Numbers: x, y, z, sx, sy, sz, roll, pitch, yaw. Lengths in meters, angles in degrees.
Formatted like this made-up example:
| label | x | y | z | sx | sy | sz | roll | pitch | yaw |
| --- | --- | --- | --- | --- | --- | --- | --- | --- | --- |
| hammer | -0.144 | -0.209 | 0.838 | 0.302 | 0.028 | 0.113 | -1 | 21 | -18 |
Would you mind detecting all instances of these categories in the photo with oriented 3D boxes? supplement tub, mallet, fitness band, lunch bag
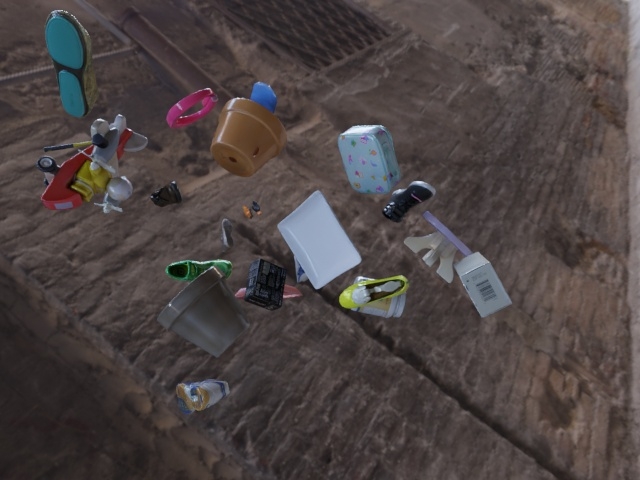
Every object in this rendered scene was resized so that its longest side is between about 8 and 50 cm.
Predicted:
| label | x | y | z | sx | sy | sz | roll | pitch | yaw |
| --- | --- | --- | --- | --- | --- | --- | --- | --- | --- |
| supplement tub | 0.229 | 0.230 | 2.066 | 0.144 | 0.200 | 0.144 | -168 | 90 | -87 |
| mallet | -0.769 | -0.302 | 1.611 | 0.190 | 0.039 | 0.062 | -11 | -2 | -16 |
| fitness band | -0.541 | -0.548 | 2.156 | 0.209 | 0.054 | 0.291 | -34 | 7 | -22 |
| lunch bag | 0.206 | -0.323 | 2.079 | 0.108 | 0.224 | 0.279 | -44 | -55 | -37 |

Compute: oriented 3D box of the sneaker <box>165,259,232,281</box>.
| label | x | y | z | sx | sy | sz | roll | pitch | yaw |
| --- | --- | --- | --- | --- | --- | --- | --- | --- | --- |
| sneaker | -0.534 | 0.140 | 2.248 | 0.123 | 0.296 | 0.109 | 50 | -143 | -87 |

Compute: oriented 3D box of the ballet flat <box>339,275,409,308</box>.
| label | x | y | z | sx | sy | sz | roll | pitch | yaw |
| --- | --- | --- | --- | --- | --- | --- | --- | --- | --- |
| ballet flat | 0.169 | 0.160 | 1.632 | 0.231 | 0.077 | 0.077 | -16 | -5 | 3 |

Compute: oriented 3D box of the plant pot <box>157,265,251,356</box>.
| label | x | y | z | sx | sy | sz | roll | pitch | yaw |
| --- | --- | --- | --- | --- | --- | --- | --- | --- | --- |
| plant pot | -0.447 | 0.312 | 2.087 | 0.323 | 0.280 | 0.323 | -43 | -3 | -2 |

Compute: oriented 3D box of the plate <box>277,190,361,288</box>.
| label | x | y | z | sx | sy | sz | roll | pitch | yaw |
| --- | --- | --- | --- | --- | --- | --- | --- | --- | --- |
| plate | 0.000 | 0.000 | 1.769 | 0.045 | 0.277 | 0.278 | -26 | -8 | -43 |

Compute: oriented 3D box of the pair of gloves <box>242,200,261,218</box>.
| label | x | y | z | sx | sy | sz | roll | pitch | yaw |
| --- | --- | --- | --- | --- | --- | --- | --- | --- | --- |
| pair of gloves | -0.322 | -0.143 | 2.410 | 0.083 | 0.074 | 0.010 | -23 | 13 | 21 |

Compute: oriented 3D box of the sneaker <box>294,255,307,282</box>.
| label | x | y | z | sx | sy | sz | roll | pitch | yaw |
| --- | --- | --- | --- | --- | --- | --- | --- | --- | --- |
| sneaker | -0.012 | 0.087 | 2.123 | 0.315 | 0.182 | 0.127 | 104 | 159 | -70 |

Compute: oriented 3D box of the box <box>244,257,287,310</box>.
| label | x | y | z | sx | sy | sz | roll | pitch | yaw |
| --- | --- | --- | --- | --- | --- | --- | --- | --- | --- |
| box | -0.233 | 0.190 | 2.198 | 0.077 | 0.147 | 0.180 | -26 | 48 | 45 |

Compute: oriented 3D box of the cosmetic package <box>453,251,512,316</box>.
| label | x | y | z | sx | sy | sz | roll | pitch | yaw |
| --- | --- | --- | --- | --- | --- | --- | --- | --- | --- |
| cosmetic package | 0.560 | 0.146 | 1.801 | 0.113 | 0.160 | 0.309 | -28 | 1 | 12 |

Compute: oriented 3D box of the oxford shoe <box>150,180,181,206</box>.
| label | x | y | z | sx | sy | sz | roll | pitch | yaw |
| --- | --- | --- | --- | --- | --- | --- | --- | --- | --- |
| oxford shoe | -0.576 | -0.161 | 1.909 | 0.096 | 0.082 | 0.227 | -22 | 1 | -28 |

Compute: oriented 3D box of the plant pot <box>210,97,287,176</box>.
| label | x | y | z | sx | sy | sz | roll | pitch | yaw |
| --- | --- | --- | --- | --- | --- | --- | --- | --- | --- |
| plant pot | -0.307 | -0.394 | 2.075 | 0.291 | 0.291 | 0.203 | 110 | -175 | -64 |

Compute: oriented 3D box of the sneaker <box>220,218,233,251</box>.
| label | x | y | z | sx | sy | sz | roll | pitch | yaw |
| --- | --- | --- | --- | --- | --- | --- | --- | --- | --- |
| sneaker | -0.492 | -0.026 | 2.631 | 0.071 | 0.066 | 0.188 | -38 | 44 | 27 |

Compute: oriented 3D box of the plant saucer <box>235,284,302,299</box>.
| label | x | y | z | sx | sy | sz | roll | pitch | yaw |
| --- | --- | --- | --- | --- | --- | --- | --- | --- | --- |
| plant saucer | -0.253 | 0.254 | 2.508 | 0.259 | 0.047 | 0.258 | -11 | -15 | 19 |

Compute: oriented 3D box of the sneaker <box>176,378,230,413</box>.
| label | x | y | z | sx | sy | sz | roll | pitch | yaw |
| --- | --- | --- | --- | --- | --- | --- | --- | --- | --- |
| sneaker | -0.441 | 0.577 | 1.923 | 0.131 | 0.111 | 0.296 | -11 | -3 | -38 |

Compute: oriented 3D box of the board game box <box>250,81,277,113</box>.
| label | x | y | z | sx | sy | sz | roll | pitch | yaw |
| --- | --- | --- | --- | --- | --- | --- | --- | --- | --- |
| board game box | -0.230 | -0.571 | 2.133 | 0.033 | 0.133 | 0.168 | -32 | -26 | -46 |

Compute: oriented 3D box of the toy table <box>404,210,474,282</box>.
| label | x | y | z | sx | sy | sz | roll | pitch | yaw |
| --- | --- | --- | --- | --- | --- | --- | --- | --- | --- |
| toy table | 0.486 | 0.031 | 2.116 | 0.161 | 0.274 | 0.252 | -47 | -16 | 7 |

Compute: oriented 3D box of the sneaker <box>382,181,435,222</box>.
| label | x | y | z | sx | sy | sz | roll | pitch | yaw |
| --- | --- | --- | --- | --- | --- | --- | --- | --- | --- |
| sneaker | 0.360 | -0.148 | 2.123 | 0.147 | 0.104 | 0.296 | -58 | 15 | -17 |

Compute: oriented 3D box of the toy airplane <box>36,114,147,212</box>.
| label | x | y | z | sx | sy | sz | roll | pitch | yaw |
| --- | --- | --- | --- | --- | --- | --- | --- | --- | --- |
| toy airplane | -0.769 | -0.259 | 1.851 | 0.384 | 0.272 | 0.386 | -50 | -7 | 16 |

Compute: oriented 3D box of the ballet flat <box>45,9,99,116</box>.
| label | x | y | z | sx | sy | sz | roll | pitch | yaw |
| --- | --- | --- | --- | --- | --- | --- | --- | --- | --- |
| ballet flat | -0.687 | -0.506 | 1.443 | 0.123 | 0.123 | 0.348 | -48 | -11 | -37 |
